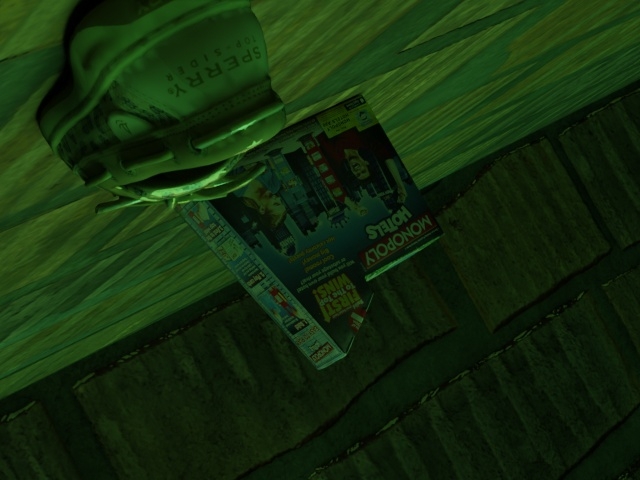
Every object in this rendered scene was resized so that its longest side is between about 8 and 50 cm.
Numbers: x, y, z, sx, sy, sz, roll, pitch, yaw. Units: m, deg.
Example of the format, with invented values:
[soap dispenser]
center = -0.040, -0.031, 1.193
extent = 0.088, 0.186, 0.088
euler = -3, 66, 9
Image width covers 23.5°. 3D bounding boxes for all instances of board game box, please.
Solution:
[board game box]
center = 0.000, 0.000, 1.320
extent = 0.194, 0.194, 0.060
euler = -27, 176, -30

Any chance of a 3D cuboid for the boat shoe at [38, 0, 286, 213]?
[boat shoe]
center = -0.077, -0.054, 0.773
extent = 0.105, 0.089, 0.285
euler = -29, 177, -10
